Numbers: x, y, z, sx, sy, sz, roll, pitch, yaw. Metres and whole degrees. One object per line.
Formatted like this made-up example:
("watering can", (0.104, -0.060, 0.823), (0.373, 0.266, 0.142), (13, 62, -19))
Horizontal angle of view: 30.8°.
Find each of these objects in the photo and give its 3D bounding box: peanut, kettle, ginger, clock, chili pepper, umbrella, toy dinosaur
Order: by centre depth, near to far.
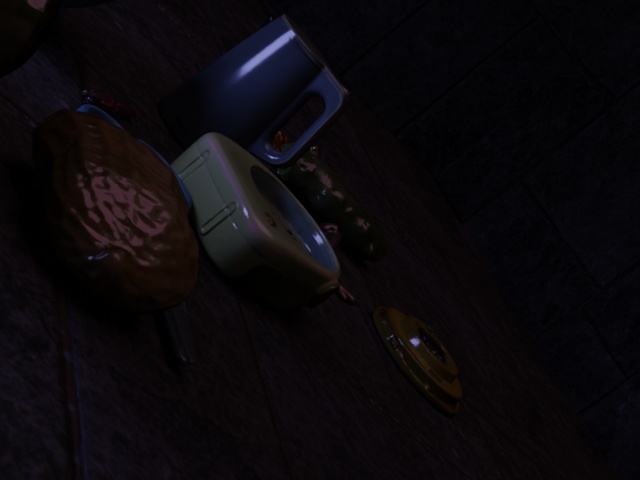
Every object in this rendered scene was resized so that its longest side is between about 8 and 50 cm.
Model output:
("peanut", (-0.203, -0.027, 1.151), (0.197, 0.110, 0.233), (40, 14, -36))
("umbrella", (-0.277, -0.178, 1.534), (0.165, 0.027, 0.025), (12, 85, -74))
("clock", (-0.065, -0.001, 1.610), (0.308, 0.096, 0.235), (38, 16, -46))
("kettle", (-0.093, -0.207, 1.779), (0.210, 0.243, 0.160), (56, 13, 18))
("chili pepper", (0.000, 0.001, 1.982), (0.050, 0.041, 0.153), (33, 26, 10))
("clock", (0.181, 0.198, 2.020), (0.237, 0.057, 0.237), (47, 13, -15))
("ginger", (0.028, -0.070, 2.197), (0.290, 0.089, 0.137), (46, -2, -8))
("toy dinosaur", (-0.055, -0.160, 2.235), (0.212, 0.057, 0.142), (49, 23, -4))

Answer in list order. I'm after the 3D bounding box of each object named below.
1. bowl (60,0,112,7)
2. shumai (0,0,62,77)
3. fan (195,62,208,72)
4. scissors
("bowl", (-0.385, -0.408, 1.512), (0.337, 0.157, 0.337), (47, 13, -15))
("shumai", (-0.384, -0.278, 1.114), (0.309, 0.304, 0.263), (-57, 143, -50))
("fan", (-0.175, -0.294, 2.304), (0.152, 0.008, 0.227), (50, 13, 0))
("scissors", (-0.190, -0.006, 1.321), (0.192, 0.029, 0.447), (41, 15, -37))
